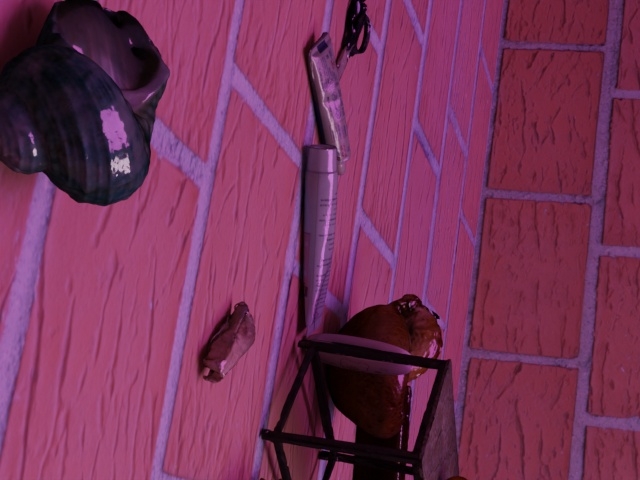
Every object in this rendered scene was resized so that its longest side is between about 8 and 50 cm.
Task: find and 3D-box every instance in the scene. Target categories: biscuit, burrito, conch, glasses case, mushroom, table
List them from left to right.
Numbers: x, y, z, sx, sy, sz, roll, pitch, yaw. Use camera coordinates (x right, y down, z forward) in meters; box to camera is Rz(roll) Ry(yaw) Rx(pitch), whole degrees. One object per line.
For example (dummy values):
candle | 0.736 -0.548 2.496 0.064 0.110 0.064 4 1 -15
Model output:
conch | -0.228 -0.120 1.020 0.196 0.134 0.202 55 21 9
burrito | -0.128 0.146 1.572 0.149 0.041 0.055 -60 136 -57
glasses case | 0.068 0.202 1.983 0.074 0.193 0.049 79 22 -61
table | 0.080 0.373 1.929 0.222 0.272 0.335 -67 156 -44
mushroom | 0.117 0.231 2.157 0.283 0.195 0.263 -56 158 -30
biscuit | 0.135 0.432 2.426 0.070 0.106 0.252 0 94 -73

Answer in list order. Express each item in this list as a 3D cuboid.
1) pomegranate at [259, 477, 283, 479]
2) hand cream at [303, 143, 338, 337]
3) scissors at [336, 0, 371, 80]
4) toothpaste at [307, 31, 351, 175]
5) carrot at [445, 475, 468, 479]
pomegranate | -0.048 0.461 1.686 0.198 0.198 0.246 70 16 -55
hand cream | 0.000 0.000 1.939 0.085 0.058 0.331 -40 132 -70
scissors | 0.047 -0.344 2.077 0.109 0.022 0.300 74 26 -42
toothpaste | 0.016 -0.230 1.956 0.069 0.047 0.268 -27 129 -22
carrot | 0.246 0.483 1.899 0.087 0.087 0.193 -69 160 -45
